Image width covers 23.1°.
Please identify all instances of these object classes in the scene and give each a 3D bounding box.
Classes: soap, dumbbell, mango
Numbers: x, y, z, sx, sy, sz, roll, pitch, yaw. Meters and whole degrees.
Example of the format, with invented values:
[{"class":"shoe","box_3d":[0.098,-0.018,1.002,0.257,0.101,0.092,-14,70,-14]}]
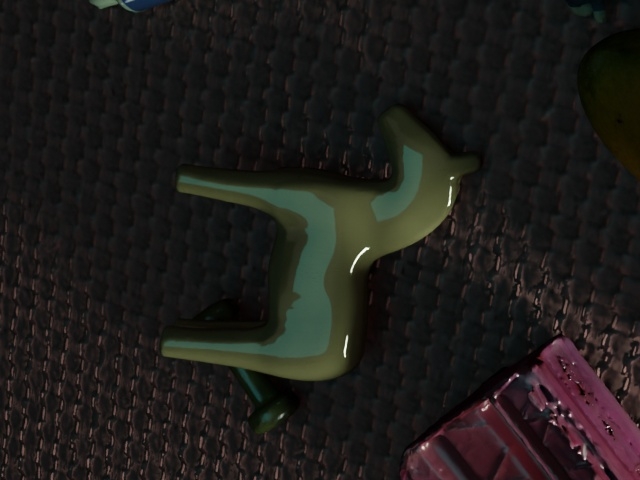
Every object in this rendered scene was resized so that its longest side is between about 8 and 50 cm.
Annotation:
[{"class":"soap","box_3d":[0.189,0.220,1.209,0.162,0.099,0.250,-38,85,31]},{"class":"dumbbell","box_3d":[-0.065,0.107,1.337,0.046,0.052,0.118,-35,88,19]},{"class":"mango","box_3d":[0.275,-0.070,1.051,0.221,0.151,0.120,27,77,39]}]

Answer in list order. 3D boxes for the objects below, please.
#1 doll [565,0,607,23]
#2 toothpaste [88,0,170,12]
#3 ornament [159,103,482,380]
[{"class":"doll","box_3d":[0.202,-0.194,1.107,0.083,0.050,0.076,-15,102,29]},{"class":"toothpaste","box_3d":[-0.077,-0.235,1.246,0.268,0.047,0.069,-17,84,27]},{"class":"ornament","box_3d":[0.000,0.000,1.248,0.245,0.061,0.230,7,101,13]}]
